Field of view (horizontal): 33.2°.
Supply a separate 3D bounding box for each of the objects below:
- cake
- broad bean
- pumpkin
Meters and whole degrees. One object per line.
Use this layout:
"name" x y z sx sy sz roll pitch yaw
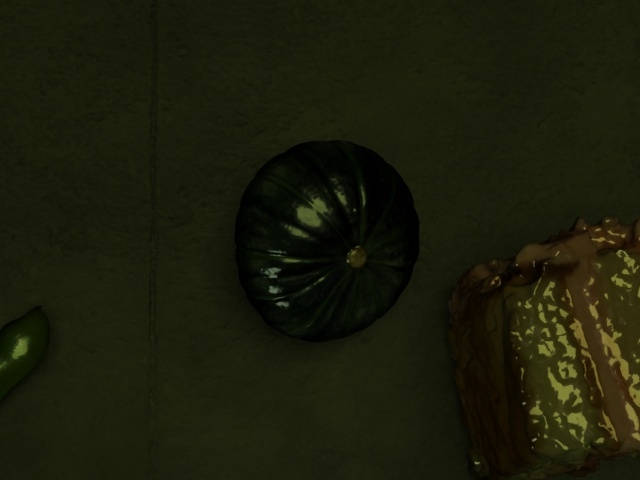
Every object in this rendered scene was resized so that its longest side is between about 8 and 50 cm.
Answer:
"cake" 0.330 0.131 1.294 0.307 0.314 0.293 -10 78 -9
"broad bean" -0.428 0.210 1.286 0.098 0.056 0.318 26 75 17
"pumpkin" 0.000 0.000 1.330 0.250 0.216 0.249 0 90 -38
